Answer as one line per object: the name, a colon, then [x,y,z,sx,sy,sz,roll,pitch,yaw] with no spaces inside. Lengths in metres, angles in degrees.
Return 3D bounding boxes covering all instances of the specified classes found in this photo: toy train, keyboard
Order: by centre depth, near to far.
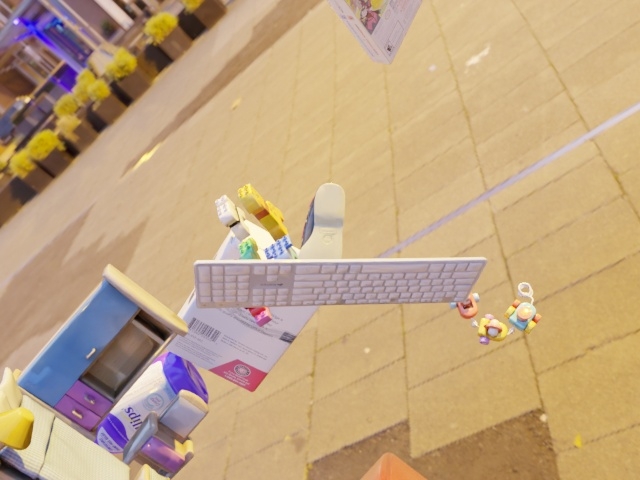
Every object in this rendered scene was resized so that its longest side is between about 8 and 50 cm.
keyboard: [0.018,0.038,0.589,0.072,0.256,0.014,103,164,-58]
toy train: [0.337,0.129,1.253,0.166,0.046,0.125,-10,64,-1]

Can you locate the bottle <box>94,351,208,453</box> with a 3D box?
bottle: [-0.335,0.295,1.108,0.283,0.118,0.092,-28,34,-5]

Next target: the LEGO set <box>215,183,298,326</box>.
LEGO set: [-0.090,-0.011,0.864,0.087,0.093,0.227,-33,40,9]

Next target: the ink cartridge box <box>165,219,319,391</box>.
ink cartridge box: [-0.119,0.107,1.068,0.237,0.172,0.100,-54,14,26]

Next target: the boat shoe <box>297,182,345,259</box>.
boat shoe: [0.002,0.000,0.769,0.042,0.049,0.133,123,158,-82]

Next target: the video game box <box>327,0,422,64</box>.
video game box: [0.102,-0.422,1.054,0.048,0.187,0.205,21,81,35]

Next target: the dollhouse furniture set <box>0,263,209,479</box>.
dollhouse furniture set: [-0.229,0.205,0.773,0.198,0.286,0.303,-49,18,-1]

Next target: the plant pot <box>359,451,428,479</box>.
plant pot: [0.155,0.610,1.371,0.267,0.267,0.236,-52,2,13]
